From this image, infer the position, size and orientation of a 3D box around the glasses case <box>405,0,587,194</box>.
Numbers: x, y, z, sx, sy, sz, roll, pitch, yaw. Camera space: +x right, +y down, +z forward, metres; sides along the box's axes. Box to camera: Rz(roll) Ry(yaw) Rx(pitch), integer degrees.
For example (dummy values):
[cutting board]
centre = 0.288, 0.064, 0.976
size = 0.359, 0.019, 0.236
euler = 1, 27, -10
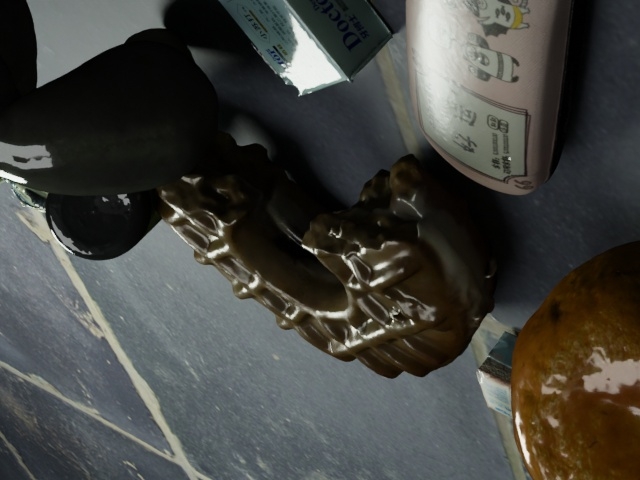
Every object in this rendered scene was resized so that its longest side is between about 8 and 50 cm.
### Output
[glasses case]
centre = 0.120, -0.145, 1.001
size = 0.122, 0.075, 0.314
euler = 34, 154, 23

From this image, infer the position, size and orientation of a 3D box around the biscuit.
[biscuit]
centre = 0.014, 0.013, 1.343
size = 0.366, 0.115, 0.268
euler = 18, 153, 41

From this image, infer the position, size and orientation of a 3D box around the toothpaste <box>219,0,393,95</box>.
[toothpaste]
centre = -0.074, -0.251, 1.120
size = 0.313, 0.071, 0.089
euler = 51, 151, -17

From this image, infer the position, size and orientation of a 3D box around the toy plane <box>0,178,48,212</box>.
[toy plane]
centre = -0.355, -0.081, 1.789
size = 0.262, 0.088, 0.192
euler = 16, 151, 26

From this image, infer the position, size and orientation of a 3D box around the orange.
[orange]
centre = 0.274, 0.116, 1.075
size = 0.249, 0.183, 0.249
euler = 2, 93, 31

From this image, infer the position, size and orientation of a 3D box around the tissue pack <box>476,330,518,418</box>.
[tissue pack]
centre = 0.203, 0.141, 1.355
size = 0.094, 0.059, 0.074
euler = 24, 151, 34

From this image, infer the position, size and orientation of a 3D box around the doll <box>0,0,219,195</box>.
[doll]
centre = -0.292, -0.137, 1.338
size = 0.379, 0.382, 0.252
euler = 18, 120, -9

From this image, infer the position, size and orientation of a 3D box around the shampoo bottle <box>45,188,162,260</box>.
[shampoo bottle]
centre = -0.205, -0.053, 1.497
size = 0.101, 0.101, 0.284
euler = 45, -170, -5
